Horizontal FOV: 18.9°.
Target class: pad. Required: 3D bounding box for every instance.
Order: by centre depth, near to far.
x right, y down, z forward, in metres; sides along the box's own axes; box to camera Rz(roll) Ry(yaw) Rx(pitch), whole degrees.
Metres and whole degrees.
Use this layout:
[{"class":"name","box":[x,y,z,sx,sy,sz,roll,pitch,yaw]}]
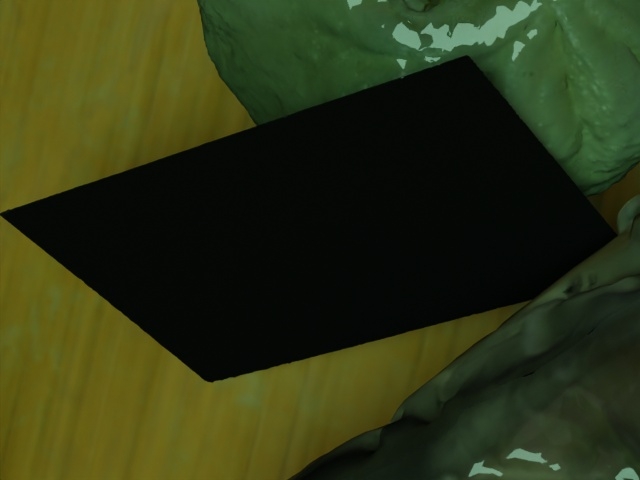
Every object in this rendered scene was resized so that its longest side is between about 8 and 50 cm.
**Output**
[{"class":"pad","box":[0.000,0.000,0.673,0.190,0.004,0.127,-17,138,29]}]

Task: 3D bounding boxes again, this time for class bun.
[{"class":"bun","box":[0.044,-0.101,0.664,0.195,0.118,0.195,2,99,14]}]

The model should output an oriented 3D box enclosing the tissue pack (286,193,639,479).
[{"class":"tissue pack","box":[0.197,0.150,0.618,0.390,0.195,0.376,-35,94,11]}]
